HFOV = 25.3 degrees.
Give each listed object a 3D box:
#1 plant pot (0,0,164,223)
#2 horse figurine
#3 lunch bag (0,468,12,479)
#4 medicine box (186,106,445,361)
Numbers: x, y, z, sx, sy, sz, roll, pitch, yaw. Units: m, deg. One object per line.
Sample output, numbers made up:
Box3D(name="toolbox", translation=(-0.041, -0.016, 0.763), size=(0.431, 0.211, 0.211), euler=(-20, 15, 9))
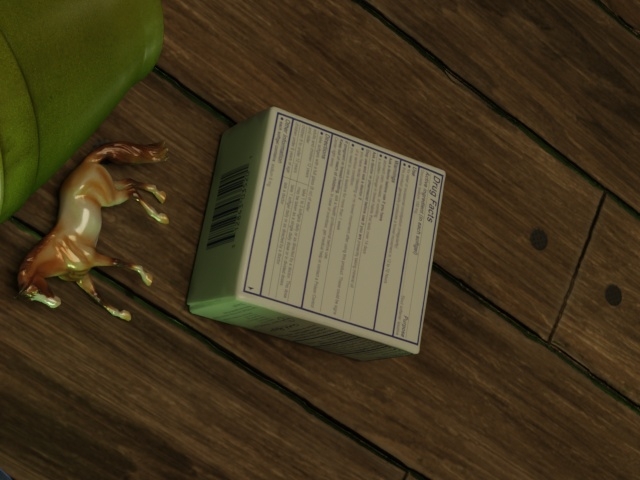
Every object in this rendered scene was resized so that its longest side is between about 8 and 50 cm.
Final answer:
Box3D(name="plant pot", translation=(-0.376, -0.221, 1.640), size=(0.353, 0.366, 0.366), euler=(-40, 102, -42))
Box3D(name="horse figurine", translation=(-0.280, -0.021, 1.801), size=(0.174, 0.066, 0.263), euler=(26, 71, -31))
Box3D(name="lunch bag", translation=(-0.416, 0.298, 1.659), size=(0.098, 0.065, 0.067), euler=(-51, 123, -29))
Box3D(name="medicine box", translation=(0.000, 0.000, 1.914), size=(0.289, 0.149, 0.263), euler=(19, 72, -27))
